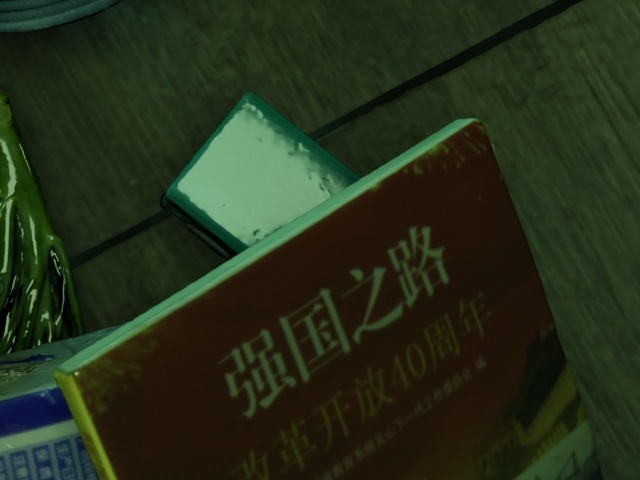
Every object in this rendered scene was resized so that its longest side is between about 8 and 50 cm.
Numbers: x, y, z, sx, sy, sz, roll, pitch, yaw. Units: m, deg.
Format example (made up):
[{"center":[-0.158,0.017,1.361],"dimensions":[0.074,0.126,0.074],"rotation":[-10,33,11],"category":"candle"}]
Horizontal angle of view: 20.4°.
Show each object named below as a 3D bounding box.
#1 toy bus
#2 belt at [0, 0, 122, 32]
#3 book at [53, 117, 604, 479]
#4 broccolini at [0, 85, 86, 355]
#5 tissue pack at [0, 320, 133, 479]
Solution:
[{"center":[0.000,0.000,0.931],"dimensions":[0.160,0.092,0.079],"rotation":[39,85,-3],"category":"toy bus"},{"center":[-0.144,-0.183,0.899],"dimensions":[0.190,0.082,0.141],"rotation":[-11,111,23],"category":"belt"},{"center":[0.045,0.162,0.849],"dimensions":[0.262,0.028,0.374],"rotation":[-32,111,-34],"category":"book"},{"center":[-0.199,-0.008,0.912],"dimensions":[0.123,0.062,0.271],"rotation":[-25,102,-20],"category":"broccolini"},{"center":[-0.081,0.176,0.866],"dimensions":[0.209,0.137,0.270],"rotation":[-16,101,-26],"category":"tissue pack"}]
